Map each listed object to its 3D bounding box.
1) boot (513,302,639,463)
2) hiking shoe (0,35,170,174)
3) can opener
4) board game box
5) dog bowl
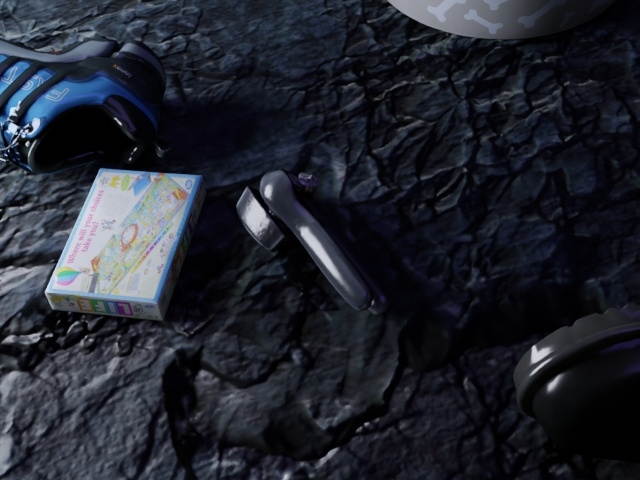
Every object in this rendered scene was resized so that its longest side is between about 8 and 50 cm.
[{"bbox_3d":[0.311,0.173,0.663,0.348,0.131,0.260,-1,49,4],"label":"boot"},{"bbox_3d":[-0.302,-0.126,0.991,0.304,0.113,0.132,-8,48,-2],"label":"hiking shoe"},{"bbox_3d":[0.000,0.000,0.903,0.059,0.073,0.186,1,37,-50],"label":"can opener"},{"bbox_3d":[-0.173,0.000,0.927,0.103,0.026,0.154,5,50,10],"label":"board game box"},{"bbox_3d":[0.206,-0.361,1.161,0.348,0.102,0.349,-3,49,3],"label":"dog bowl"}]
